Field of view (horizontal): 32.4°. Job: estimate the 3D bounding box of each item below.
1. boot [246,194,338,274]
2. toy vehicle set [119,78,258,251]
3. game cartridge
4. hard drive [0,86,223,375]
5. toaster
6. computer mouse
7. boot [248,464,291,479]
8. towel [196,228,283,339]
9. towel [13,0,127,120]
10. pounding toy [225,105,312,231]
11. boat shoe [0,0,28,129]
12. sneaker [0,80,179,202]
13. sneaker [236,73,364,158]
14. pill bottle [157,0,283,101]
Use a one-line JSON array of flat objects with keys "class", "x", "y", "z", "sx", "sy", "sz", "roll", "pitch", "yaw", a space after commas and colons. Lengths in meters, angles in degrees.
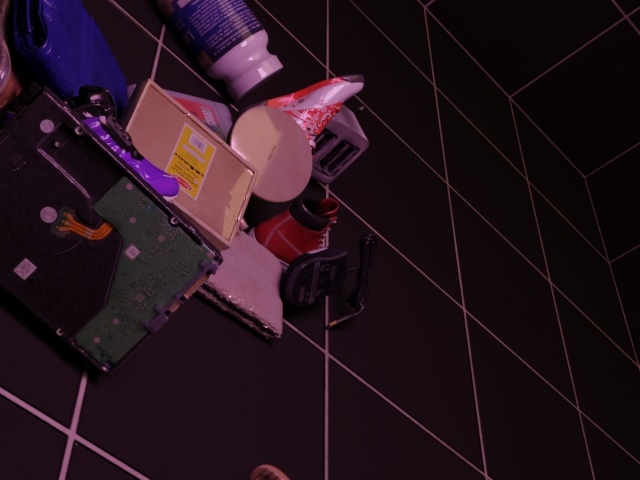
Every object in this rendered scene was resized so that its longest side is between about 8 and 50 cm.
[{"class": "boot", "x": 0.000, "y": 0.000, "z": 2.097, "sx": 0.244, "sy": 0.176, "sz": 0.088, "roll": 28, "pitch": 36, "yaw": -46}, {"class": "toy vehicle set", "x": -0.226, "y": -0.123, "z": 1.831, "sx": 0.267, "sy": 0.035, "sz": 0.166, "roll": 40, "pitch": 53, "yaw": -32}, {"class": "game cartridge", "x": -0.233, "y": -0.182, "z": 2.056, "sx": 0.294, "sy": 0.060, "sz": 0.196, "roll": 4, "pitch": 60, "yaw": -58}, {"class": "hard drive", "x": -0.329, "y": -0.008, "z": 1.491, "sx": 0.339, "sy": 0.237, "sz": 0.064, "roll": 44, "pitch": 3, "yaw": -20}, {"class": "toaster", "x": -0.005, "y": -0.222, "z": 2.332, "sx": 0.168, "sy": 0.185, "sz": 0.110, "roll": 26, "pitch": 29, "yaw": -46}, {"class": "computer mouse", "x": 0.004, "y": 0.089, "z": 2.075, "sx": 0.060, "sy": 0.184, "sz": 0.262, "roll": 25, "pitch": 30, "yaw": 34}, {"class": "boot", "x": -0.011, "y": 0.444, "z": 1.707, "sx": 0.248, "sy": 0.090, "sz": 0.207, "roll": 58, "pitch": 14, "yaw": 8}, {"class": "towel", "x": -0.169, "y": 0.043, "z": 1.912, "sx": 0.282, "sy": 0.049, "sz": 0.187, "roll": 38, "pitch": 32, "yaw": -33}, {"class": "towel", "x": -0.397, "y": -0.276, "z": 1.753, "sx": 0.308, "sy": 0.076, "sz": 0.228, "roll": 65, "pitch": 15, "yaw": -53}, {"class": "pounding toy", "x": -0.135, "y": -0.134, "z": 2.027, "sx": 0.237, "sy": 0.110, "sz": 0.183, "roll": -38, "pitch": 103, "yaw": -37}, {"class": "boat shoe", "x": -0.506, "y": -0.297, "z": 1.681, "sx": 0.116, "sy": 0.123, "sz": 0.324, "roll": 70, "pitch": 10, "yaw": -50}, {"class": "sneaker", "x": -0.325, "y": -0.151, "z": 1.640, "sx": 0.293, "sy": 0.146, "sz": 0.102, "roll": 20, "pitch": 2, "yaw": -32}, {"class": "sneaker", "x": -0.020, "y": -0.227, "z": 2.180, "sx": 0.090, "sy": 0.270, "sz": 0.145, "roll": 153, "pitch": -83, "yaw": -77}, {"class": "pill bottle", "x": -0.203, "y": -0.428, "z": 2.273, "sx": 0.265, "sy": 0.153, "sz": 0.153, "roll": 54, "pitch": 26, "yaw": -3}]
